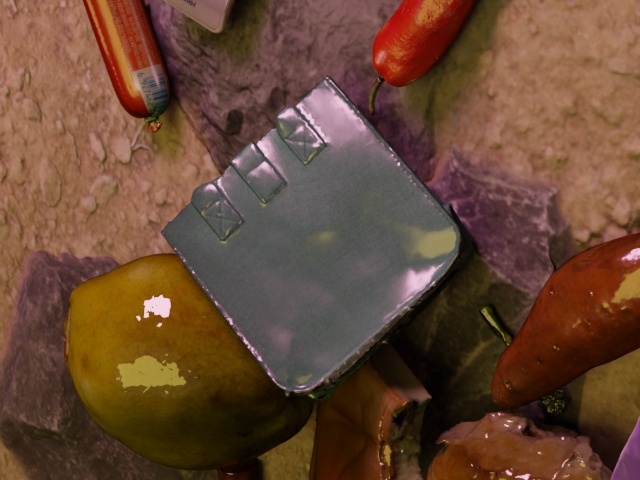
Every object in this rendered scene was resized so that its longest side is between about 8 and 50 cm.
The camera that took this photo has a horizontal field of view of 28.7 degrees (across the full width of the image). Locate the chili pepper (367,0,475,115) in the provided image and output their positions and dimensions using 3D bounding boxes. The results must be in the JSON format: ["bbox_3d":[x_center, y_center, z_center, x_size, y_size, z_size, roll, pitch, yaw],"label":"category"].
[{"bbox_3d":[0.112,-0.233,1.287,0.071,0.063,0.272,37,123,7],"label":"chili pepper"}]

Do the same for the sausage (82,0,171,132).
[{"bbox_3d":[-0.245,-0.259,1.537,0.083,0.083,0.264,-13,98,39],"label":"sausage"}]

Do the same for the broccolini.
[{"bbox_3d":[0.217,0.131,1.357,0.140,0.030,0.035,53,165,16],"label":"broccolini"}]

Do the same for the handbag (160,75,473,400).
[{"bbox_3d":[0.003,0.002,1.370,0.269,0.100,0.274,-45,69,5],"label":"handbag"}]

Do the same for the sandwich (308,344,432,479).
[{"bbox_3d":[0.052,0.241,1.421,0.212,0.063,0.245,-127,40,-58],"label":"sandwich"}]

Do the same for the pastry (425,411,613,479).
[{"bbox_3d":[0.227,0.299,1.332,0.257,0.121,0.236,4,122,38],"label":"pastry"}]

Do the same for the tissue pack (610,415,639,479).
[{"bbox_3d":[0.454,0.218,1.113,0.338,0.160,0.242,31,122,26],"label":"tissue pack"}]

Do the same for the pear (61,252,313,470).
[{"bbox_3d":[-0.162,0.145,1.507,0.321,0.269,0.269,12,113,18],"label":"pear"}]

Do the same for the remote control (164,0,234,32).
[{"bbox_3d":[-0.094,-0.389,1.398,0.109,0.055,0.313,35,119,16],"label":"remote control"}]

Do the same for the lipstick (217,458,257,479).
[{"bbox_3d":[-0.101,0.461,1.689,0.057,0.057,0.357,9,110,35],"label":"lipstick"}]

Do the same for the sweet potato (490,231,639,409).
[{"bbox_3d":[0.279,0.061,1.226,0.359,0.112,0.112,-35,83,34],"label":"sweet potato"}]
